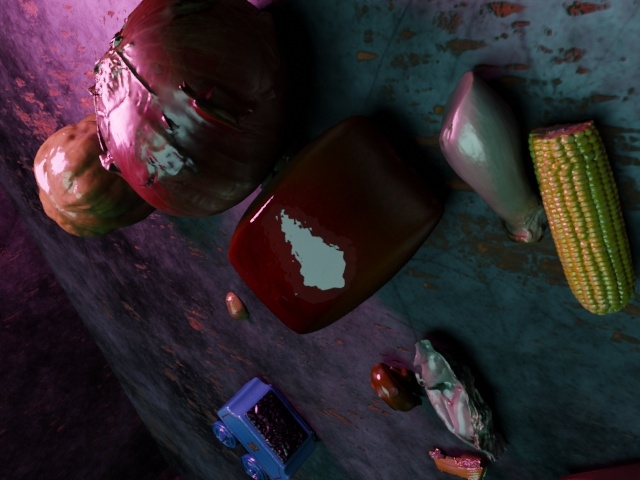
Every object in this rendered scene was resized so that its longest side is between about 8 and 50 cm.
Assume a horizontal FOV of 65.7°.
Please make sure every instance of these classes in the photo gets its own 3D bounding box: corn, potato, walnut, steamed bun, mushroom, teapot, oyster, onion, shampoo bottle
[{"bbox_3d":[0.314,-0.025,0.589,0.081,0.081,0.249,-4,119,47],"label":"corn"},{"bbox_3d":[-0.230,0.187,1.355,0.037,0.036,0.093,-6,117,51],"label":"potato"},{"bbox_3d":[-0.499,-0.151,1.140,0.282,0.277,0.253,-5,124,35],"label":"walnut"},{"bbox_3d":[0.000,0.000,0.787,0.235,0.248,0.379,48,144,2],"label":"steamed bun"},{"bbox_3d":[0.220,-0.095,0.613,0.093,0.116,0.225,-37,100,17],"label":"mushroom"},{"bbox_3d":[0.163,0.305,1.044,0.129,0.078,0.098,46,-175,-13],"label":"teapot"},{"bbox_3d":[0.260,0.297,0.921,0.252,0.087,0.199,43,153,20],"label":"oyster"},{"bbox_3d":[-0.191,-0.205,0.747,0.353,0.353,0.354,26,138,27],"label":"onion"},{"bbox_3d":[0.494,0.402,0.800,0.068,0.067,0.236,39,143,-4],"label":"shampoo bottle"}]

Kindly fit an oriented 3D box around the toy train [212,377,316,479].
[{"bbox_3d":[-0.177,0.604,1.553,0.300,0.188,0.265,49,139,2],"label":"toy train"}]

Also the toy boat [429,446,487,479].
[{"bbox_3d":[0.300,0.488,1.086,0.047,0.049,0.149,17,162,-31],"label":"toy boat"}]
